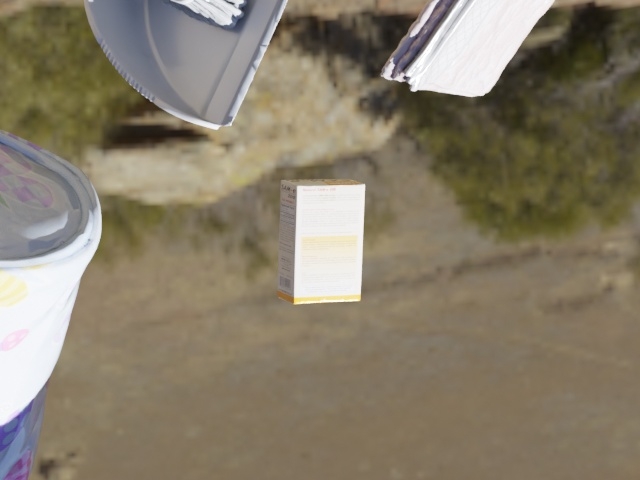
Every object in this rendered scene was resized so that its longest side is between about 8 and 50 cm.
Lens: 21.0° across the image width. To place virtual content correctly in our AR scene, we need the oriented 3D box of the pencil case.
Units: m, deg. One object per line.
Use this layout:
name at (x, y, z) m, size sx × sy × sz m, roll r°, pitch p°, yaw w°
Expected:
pencil case at (-0.193, 0.073, 0.887) m, size 0.113 × 0.124 × 0.273 m, roll 25°, pitch 128°, yaw 5°

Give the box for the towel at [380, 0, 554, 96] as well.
towel at (0.225, -0.308, 1.993) m, size 0.332 × 0.053 × 0.317 m, roll -55°, pitch 165°, yaw 17°

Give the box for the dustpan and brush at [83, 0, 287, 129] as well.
dustpan and brush at (-0.114, -0.173, 1.056) m, size 0.211 × 0.147 × 0.060 m, roll 31°, pitch -170°, yaw 39°

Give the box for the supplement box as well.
supplement box at (0.000, 0.000, 1.412) m, size 0.062 × 0.098 × 0.036 m, roll -1°, pitch -171°, yaw -25°
